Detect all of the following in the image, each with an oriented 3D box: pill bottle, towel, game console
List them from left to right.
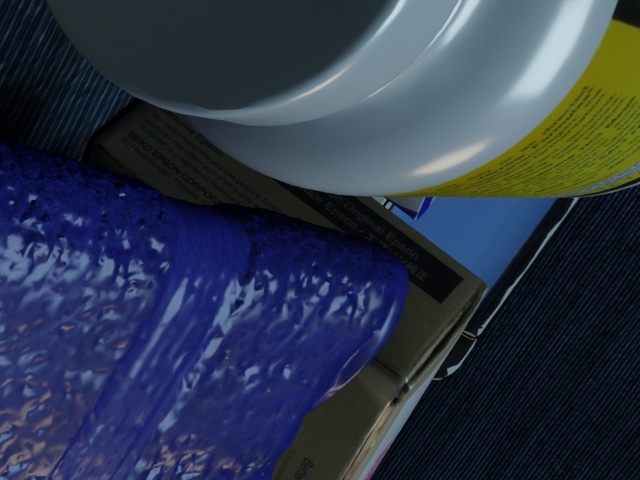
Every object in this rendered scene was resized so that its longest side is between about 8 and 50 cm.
[{"bbox_3d":[-0.121,0.067,0.638,0.308,0.076,0.228,14,111,-53],"label":"towel"},{"bbox_3d":[0.103,-0.024,1.453,0.293,0.250,0.173,-55,-163,10],"label":"game console"},{"bbox_3d":[0.045,-0.109,0.634,0.188,0.188,0.334,-56,159,17],"label":"pill bottle"}]

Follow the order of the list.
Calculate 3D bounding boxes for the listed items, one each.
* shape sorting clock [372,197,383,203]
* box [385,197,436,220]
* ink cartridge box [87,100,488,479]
[{"bbox_3d":[0.000,0.000,1.267,0.206,0.040,0.206,-58,174,-10],"label":"shape sorting clock"},{"bbox_3d":[0.051,-0.106,0.990,0.137,0.126,0.072,-48,171,-31],"label":"box"},{"bbox_3d":[-0.044,0.054,0.901,0.088,0.193,0.235,-46,168,-40],"label":"ink cartridge box"}]
